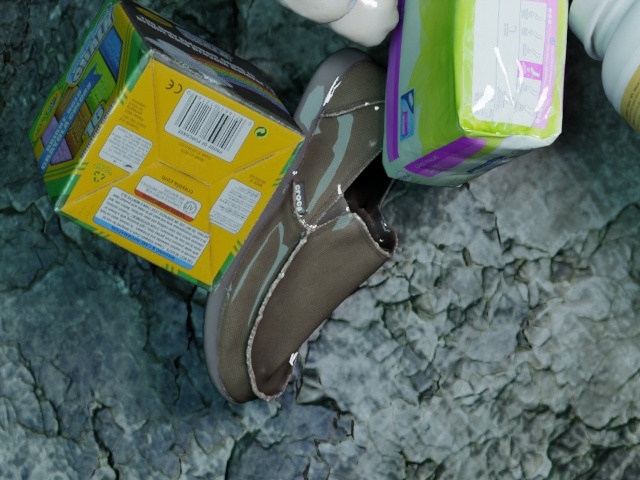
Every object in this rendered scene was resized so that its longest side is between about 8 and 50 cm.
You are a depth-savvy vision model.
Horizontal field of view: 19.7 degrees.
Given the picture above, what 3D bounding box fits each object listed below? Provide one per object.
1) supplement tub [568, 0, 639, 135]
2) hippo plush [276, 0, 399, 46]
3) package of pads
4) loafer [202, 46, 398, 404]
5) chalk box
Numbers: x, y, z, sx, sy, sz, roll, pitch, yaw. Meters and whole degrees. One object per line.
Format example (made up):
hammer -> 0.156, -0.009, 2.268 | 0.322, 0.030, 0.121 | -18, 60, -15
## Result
supplement tub -> 0.379, -0.131, 1.531 | 0.228, 0.228, 0.316 | -45, 70, 18
hippo plush -> 0.011, -0.327, 1.698 | 0.234, 0.294, 0.236 | 31, 97, 25
package of pads -> 0.138, -0.211, 1.640 | 0.101, 0.229, 0.296 | 6, 80, -15
loafer -> 0.000, 0.000, 1.772 | 0.130, 0.134, 0.365 | 25, 98, 23
chalk box -> -0.160, -0.111, 1.790 | 0.179, 0.180, 0.289 | -58, 23, 11
